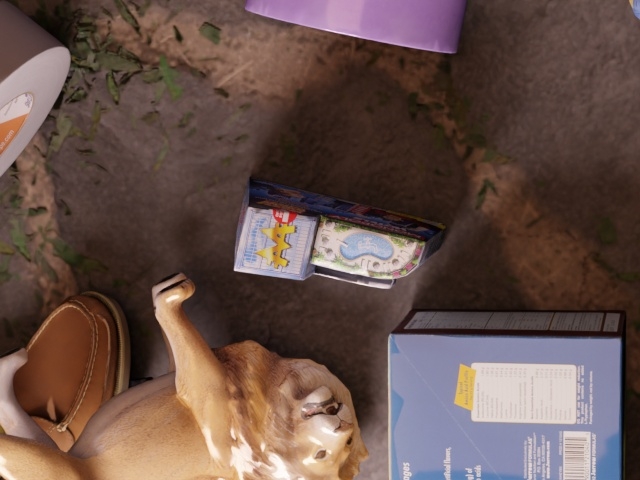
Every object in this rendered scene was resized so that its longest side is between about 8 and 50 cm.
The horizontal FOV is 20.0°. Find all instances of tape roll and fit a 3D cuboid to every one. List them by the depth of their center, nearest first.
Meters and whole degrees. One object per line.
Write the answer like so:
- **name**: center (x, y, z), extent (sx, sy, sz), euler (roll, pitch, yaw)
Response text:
- **tape roll**: center (0.034, -0.219, 1.568), extent (0.189, 0.189, 0.080), euler (13, 100, 10)
- **tape roll**: center (-0.323, -0.110, 1.638), extent (0.072, 0.219, 0.219), euler (39, 103, 5)

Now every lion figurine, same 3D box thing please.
- **lion figurine**: center (-0.164, 0.181, 1.630), extent (0.392, 0.142, 0.240), euler (-24, 97, -12)

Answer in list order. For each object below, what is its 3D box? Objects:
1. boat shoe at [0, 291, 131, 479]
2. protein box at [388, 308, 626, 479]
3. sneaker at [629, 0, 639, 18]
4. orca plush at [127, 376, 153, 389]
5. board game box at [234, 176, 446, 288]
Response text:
- **boat shoe**: center (-0.277, 0.190, 1.709), extent (0.111, 0.104, 0.307), euler (29, 102, 34)
- **protein box**: center (0.169, 0.169, 1.614), extent (0.201, 0.136, 0.199), euler (0, 97, 11)
- **sneaker**: center (0.410, -0.230, 1.519), extent (0.296, 0.112, 0.131), euler (-24, 124, 11)
- **orca plush**: center (-0.142, 0.271, 1.708), extent (0.151, 0.102, 0.287), euler (-10, 95, 12)
- **board game box**: center (0.000, 0.000, 1.599), extent (0.194, 0.194, 0.060), euler (14, 99, 10)
